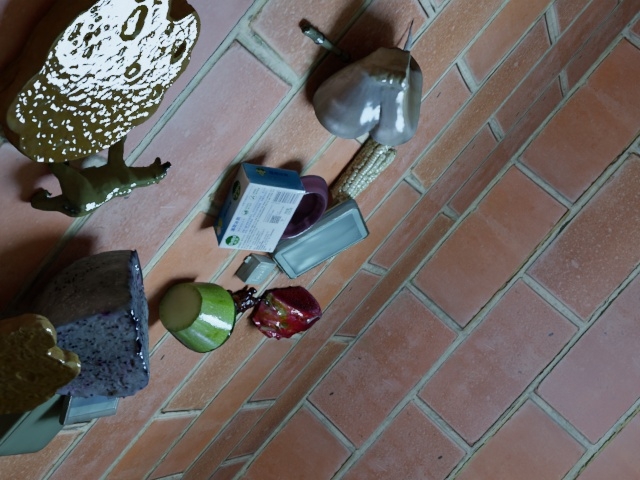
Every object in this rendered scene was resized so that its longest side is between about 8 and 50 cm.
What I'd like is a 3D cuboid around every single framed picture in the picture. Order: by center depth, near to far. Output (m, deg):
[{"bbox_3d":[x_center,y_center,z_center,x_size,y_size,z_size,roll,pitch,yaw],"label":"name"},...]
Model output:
[{"bbox_3d":[-0.467,0.277,1.953,0.289,0.016,0.213,40,63,-80],"label":"framed picture"}]

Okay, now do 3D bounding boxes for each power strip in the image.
[{"bbox_3d":[-0.160,0.078,2.419,0.075,0.042,0.175,-52,161,10],"label":"power strip"}]

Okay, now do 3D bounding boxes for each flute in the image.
[{"bbox_3d":[0.012,-0.397,1.852,0.027,0.027,0.233,-51,162,11],"label":"flute"}]

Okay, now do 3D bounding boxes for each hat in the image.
[{"bbox_3d":[-0.074,-0.088,2.189,0.205,0.089,0.205,-28,150,-18],"label":"hat"}]

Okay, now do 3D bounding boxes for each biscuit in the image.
[{"bbox_3d":[-0.316,-0.260,1.344,0.351,0.057,0.312,-51,162,15],"label":"biscuit"},{"bbox_3d":[-0.571,0.216,1.557,0.269,0.051,0.376,24,132,-39],"label":"biscuit"}]

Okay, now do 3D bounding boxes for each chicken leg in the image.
[{"bbox_3d":[-0.224,0.160,2.435,0.089,0.048,0.219,-54,161,11],"label":"chicken leg"}]

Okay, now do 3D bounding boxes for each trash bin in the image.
[{"bbox_3d":[-0.596,0.336,1.853,0.243,0.121,0.247,-47,164,-3],"label":"trash bin"}]

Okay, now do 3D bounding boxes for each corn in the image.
[{"bbox_3d":[0.117,-0.185,2.436,0.211,0.087,0.087,-50,162,15],"label":"corn"}]

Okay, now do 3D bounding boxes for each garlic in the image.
[{"bbox_3d":[0.108,-0.335,2.028,0.340,0.231,0.246,-70,159,-62],"label":"garlic"}]

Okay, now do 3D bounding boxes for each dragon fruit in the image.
[{"bbox_3d":[-0.434,0.146,1.709,0.221,0.204,0.283,-10,138,-8],"label":"dragon fruit"},{"bbox_3d":[-0.099,0.219,2.715,0.261,0.189,0.163,6,94,-64],"label":"dragon fruit"}]

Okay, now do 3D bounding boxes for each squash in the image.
[{"bbox_3d":[-0.293,0.168,2.137,0.170,0.170,0.123,-48,147,2],"label":"squash"}]

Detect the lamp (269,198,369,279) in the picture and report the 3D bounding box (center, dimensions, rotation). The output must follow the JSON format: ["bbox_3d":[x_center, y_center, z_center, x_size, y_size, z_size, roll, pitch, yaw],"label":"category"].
[{"bbox_3d":[0.000,0.000,2.506,0.269,0.047,0.266,-30,162,0],"label":"lamp"}]

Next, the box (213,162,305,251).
[{"bbox_3d":[-0.138,-0.069,2.027,0.139,0.073,0.194,7,132,-29],"label":"box"}]

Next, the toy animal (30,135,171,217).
[{"bbox_3d":[-0.359,-0.099,1.511,0.218,0.101,0.103,-31,154,-42],"label":"toy animal"}]
